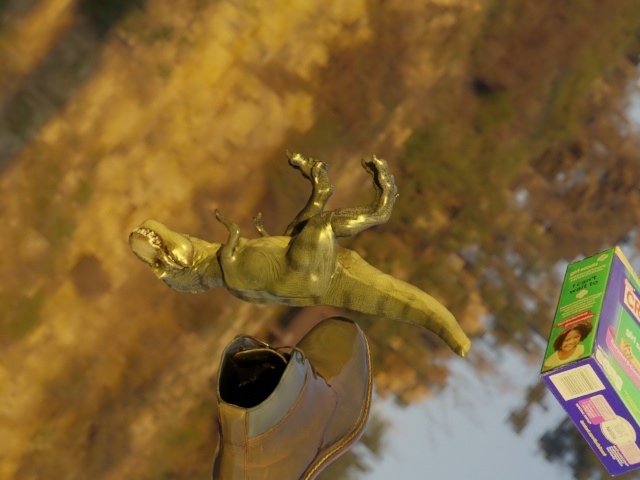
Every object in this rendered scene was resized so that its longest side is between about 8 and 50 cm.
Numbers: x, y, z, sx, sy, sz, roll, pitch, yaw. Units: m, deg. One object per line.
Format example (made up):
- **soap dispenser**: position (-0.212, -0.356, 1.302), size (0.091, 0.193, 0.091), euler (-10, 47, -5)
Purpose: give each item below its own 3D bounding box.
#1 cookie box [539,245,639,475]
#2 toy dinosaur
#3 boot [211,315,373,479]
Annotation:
- **cookie box**: position (0.180, 0.073, 1.055), size (0.040, 0.092, 0.107), euler (-22, -152, 31)
- **toy dinosaur**: position (0.000, 0.000, 1.184), size (0.064, 0.268, 0.118), euler (37, 68, -59)
- **boot**: position (-0.015, 0.095, 1.158), size (0.219, 0.082, 0.106), euler (-61, 155, -50)
